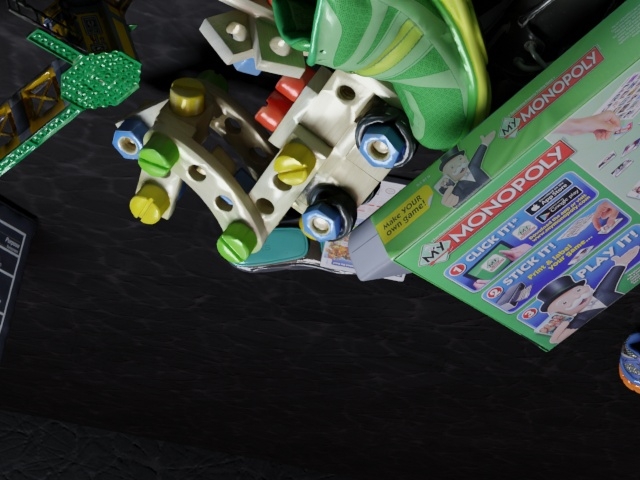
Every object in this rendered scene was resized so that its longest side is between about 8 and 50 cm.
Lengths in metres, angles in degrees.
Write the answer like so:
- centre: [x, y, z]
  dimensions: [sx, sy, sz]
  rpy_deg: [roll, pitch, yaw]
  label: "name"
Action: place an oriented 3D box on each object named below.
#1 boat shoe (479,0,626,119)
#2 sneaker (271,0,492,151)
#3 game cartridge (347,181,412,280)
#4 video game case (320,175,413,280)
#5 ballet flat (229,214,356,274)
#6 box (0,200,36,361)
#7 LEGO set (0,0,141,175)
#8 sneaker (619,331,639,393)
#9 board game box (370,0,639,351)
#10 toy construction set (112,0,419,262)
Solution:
- centre: [0.157, -0.140, 0.956]
  dimensions: [0.077, 0.070, 0.219]
  rpy_deg: [14, 160, -14]
  label: "boat shoe"
- centre: [0.034, -0.156, 0.888]
  dimensions: [0.123, 0.109, 0.295]
  rpy_deg: [-18, 146, 10]
  label: "sneaker"
- centre: [0.176, -0.036, 1.103]
  dimensions: [0.294, 0.060, 0.196]
  rpy_deg: [-12, 165, -23]
  label: "game cartridge"
- centre: [0.053, -0.014, 1.356]
  dimensions: [0.087, 0.011, 0.122]
  rpy_deg: [10, 130, -4]
  label: "video game case"
- centre: [0.000, 0.000, 1.441]
  dimensions: [0.203, 0.074, 0.074]
  rpy_deg: [-2, 159, 12]
  label: "ballet flat"
- centre: [-0.491, 0.062, 1.478]
  dimensions: [0.182, 0.294, 0.296]
  rpy_deg: [0, 159, 30]
  label: "box"
- centre: [-0.304, -0.180, 0.975]
  dimensions: [0.255, 0.192, 0.331]
  rpy_deg: [-40, 145, 27]
  label: "LEGO set"
- centre: [0.456, 0.145, 1.612]
  dimensions: [0.221, 0.083, 0.087]
  rpy_deg: [-3, 149, 22]
  label: "sneaker"
- centre: [0.217, -0.061, 0.935]
  dimensions: [0.317, 0.046, 0.213]
  rpy_deg: [-40, 138, 19]
  label: "board game box"
- centre: [-0.037, -0.102, 1.070]
  dimensions: [0.215, 0.151, 0.328]
  rpy_deg: [36, 149, -2]
  label: "toy construction set"
